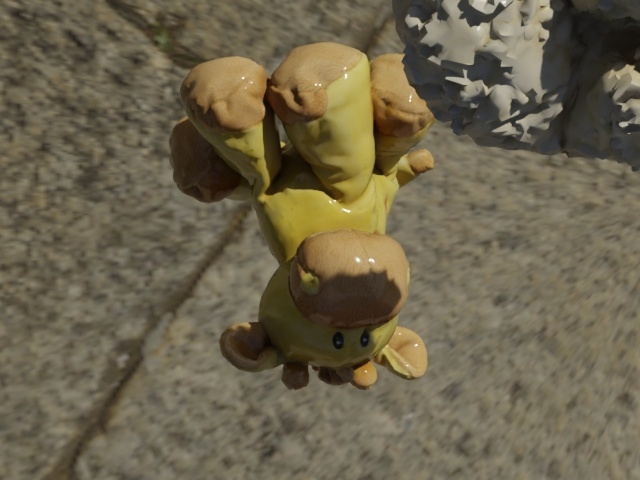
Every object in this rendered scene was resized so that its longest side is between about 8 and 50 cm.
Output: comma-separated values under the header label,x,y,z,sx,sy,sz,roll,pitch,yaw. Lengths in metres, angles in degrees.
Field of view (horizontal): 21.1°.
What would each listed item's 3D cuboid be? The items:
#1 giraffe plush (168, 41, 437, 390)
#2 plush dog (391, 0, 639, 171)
label,x,y,z,sx,sy,sz,roll,pitch,yaw
giraffe plush,0.000,0.000,1.056,0.181,0.210,0.170,-6,65,4
plush dog,0.179,-0.138,0.636,0.210,0.262,0.225,36,131,51
